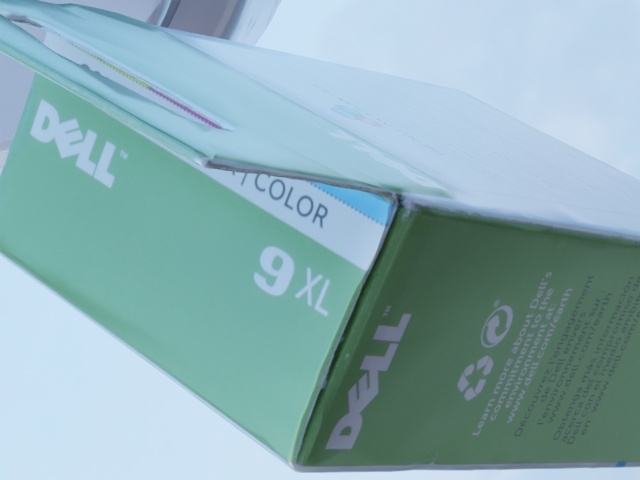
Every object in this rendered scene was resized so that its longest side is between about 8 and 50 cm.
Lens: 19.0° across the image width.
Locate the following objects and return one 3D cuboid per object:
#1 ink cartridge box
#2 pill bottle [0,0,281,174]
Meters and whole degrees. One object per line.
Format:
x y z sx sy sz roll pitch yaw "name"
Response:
0.000 0.000 0.427 0.209 0.109 0.062 7 -70 -51 "ink cartridge box"
-0.122 -0.139 0.827 0.363 0.210 0.210 -76 5 -81 "pill bottle"
